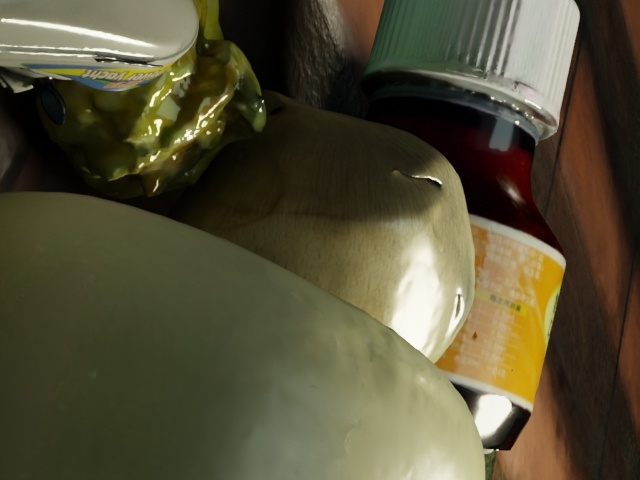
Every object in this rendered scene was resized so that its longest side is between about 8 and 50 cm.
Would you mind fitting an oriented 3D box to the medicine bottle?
[{"bbox_3d":[0.093,-0.032,1.316,0.242,0.242,0.395,26,77,-65],"label":"medicine bottle"}]

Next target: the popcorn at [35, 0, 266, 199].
[{"bbox_3d":[-0.113,-0.107,1.040,0.173,0.142,0.173,48,25,-32],"label":"popcorn"}]

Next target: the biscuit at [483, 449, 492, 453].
[{"bbox_3d":[0.096,0.140,1.516,0.205,0.138,0.031,78,21,-47],"label":"biscuit"}]

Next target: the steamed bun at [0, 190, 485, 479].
[{"bbox_3d":[-0.069,0.212,0.914,0.456,0.290,0.371,53,43,-54],"label":"steamed bun"}]

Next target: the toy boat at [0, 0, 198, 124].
[{"bbox_3d":[-0.181,-0.129,0.857,0.269,0.141,0.141,13,78,-60],"label":"toy boat"}]

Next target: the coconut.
[{"bbox_3d":[0.000,0.000,1.107,0.224,0.224,0.224,-1,90,-68],"label":"coconut"}]
